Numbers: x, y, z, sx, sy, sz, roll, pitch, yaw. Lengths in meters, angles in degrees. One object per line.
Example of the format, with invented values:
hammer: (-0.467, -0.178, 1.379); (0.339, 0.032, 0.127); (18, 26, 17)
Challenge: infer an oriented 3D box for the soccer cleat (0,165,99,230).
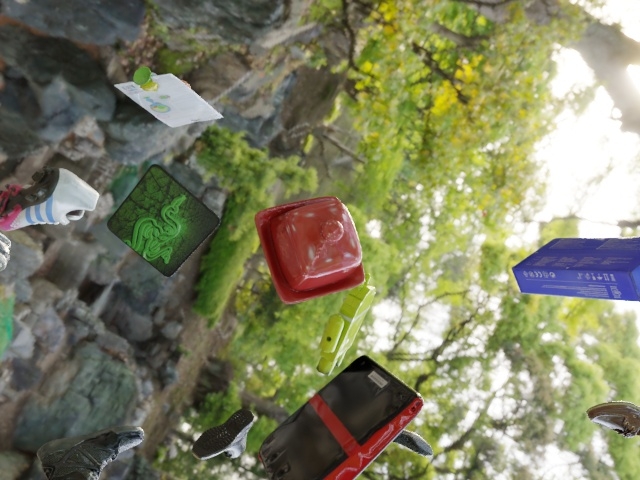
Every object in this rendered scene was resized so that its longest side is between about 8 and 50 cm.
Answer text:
soccer cleat: (-0.627, -0.071, 1.616); (0.331, 0.143, 0.116); (-13, -122, 42)

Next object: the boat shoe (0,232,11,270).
boat shoe: (-0.649, -0.027, 1.296); (0.075, 0.206, 0.065); (-22, -141, 27)

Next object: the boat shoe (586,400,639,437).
boat shoe: (0.638, 0.375, 1.484); (0.064, 0.177, 0.060); (117, -21, -48)

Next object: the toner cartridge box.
toner cartridge box: (0.615, 0.060, 1.616); (0.165, 0.075, 0.347); (-29, -168, -24)

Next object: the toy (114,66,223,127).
toy: (-0.329, -0.323, 1.580); (0.237, 0.136, 0.056); (27, 58, -68)

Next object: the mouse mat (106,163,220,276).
mouse mat: (-0.279, -0.030, 1.260); (0.189, 0.152, 0.007); (-43, -169, 35)

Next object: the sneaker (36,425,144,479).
sneaker: (-0.478, 0.478, 1.541); (0.227, 0.130, 0.087); (-5, 145, -40)

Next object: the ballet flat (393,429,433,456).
ballet flat: (0.258, 0.601, 2.144); (0.049, 0.173, 0.057); (-62, 180, 28)

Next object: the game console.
game console: (0.029, 0.397, 1.483); (0.342, 0.060, 0.386); (-39, -169, -8)

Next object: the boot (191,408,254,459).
boot: (-0.255, 0.550, 1.893); (0.197, 0.077, 0.137); (-24, 137, -42)

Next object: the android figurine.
android figurine: (0.069, 0.214, 1.870); (0.273, 0.056, 0.248); (-68, 165, 14)

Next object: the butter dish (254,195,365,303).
butter dish: (0.000, 0.000, 1.112); (0.118, 0.159, 0.160); (-38, -113, 62)
